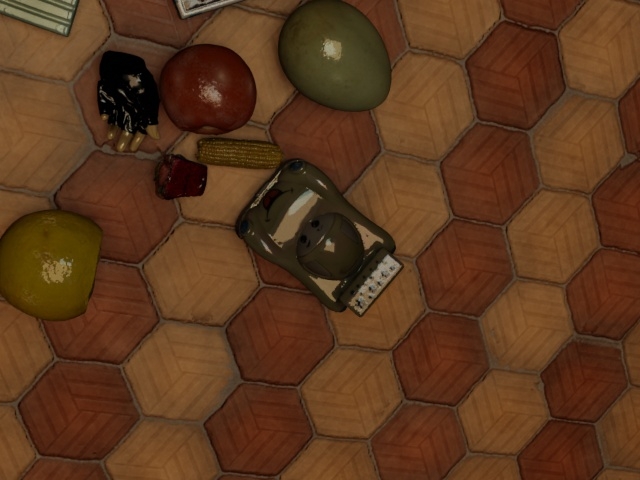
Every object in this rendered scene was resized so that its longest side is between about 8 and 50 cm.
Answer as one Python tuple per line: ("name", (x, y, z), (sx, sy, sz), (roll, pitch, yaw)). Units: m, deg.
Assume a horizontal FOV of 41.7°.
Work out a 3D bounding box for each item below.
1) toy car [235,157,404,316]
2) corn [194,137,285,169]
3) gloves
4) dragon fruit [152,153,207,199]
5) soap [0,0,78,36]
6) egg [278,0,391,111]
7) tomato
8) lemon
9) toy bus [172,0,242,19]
("toy car", (0.000, 0.000, 1.931), (0.336, 0.226, 0.242), (41, 91, -21))
("corn", (-0.183, -0.199, 1.919), (0.207, 0.068, 0.068), (3, 102, -13))
("gloves", (-0.413, -0.287, 1.817), (0.164, 0.124, 0.203), (26, 136, 16))
("dragon fruit", (-0.330, -0.149, 1.879), (0.147, 0.096, 0.102), (3, 112, -59))
("soap", (-0.602, -0.509, 1.732), (0.197, 0.066, 0.119), (17, 97, -18))
("egg", (0.040, -0.399, 1.855), (0.295, 0.218, 0.218), (35, 93, -35))
("tomato", (-0.240, -0.326, 1.802), (0.208, 0.208, 0.185), (0, 87, -15))
("lemon", (-0.585, 0.047, 1.781), (0.219, 0.240, 0.241), (13, 99, -15))
("toy bus", (-0.188, -0.579, 1.809), (0.297, 0.106, 0.131), (-19, 109, -8))
